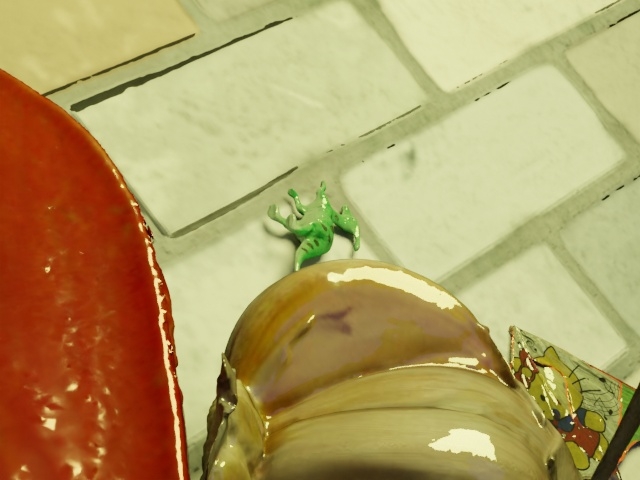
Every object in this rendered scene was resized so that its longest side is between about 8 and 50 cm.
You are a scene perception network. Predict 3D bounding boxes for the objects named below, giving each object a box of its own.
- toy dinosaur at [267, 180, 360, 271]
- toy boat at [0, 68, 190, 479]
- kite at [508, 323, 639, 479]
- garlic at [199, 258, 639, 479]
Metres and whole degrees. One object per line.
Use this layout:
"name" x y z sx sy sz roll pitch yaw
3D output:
"toy dinosaur" 0.000 0.000 0.985 0.062 0.021 0.083 25 44 -37
"toy boat" -0.137 0.060 0.769 0.145 0.133 0.332 -2 47 -17
"kite" 0.175 0.151 1.012 0.198 0.006 0.244 -14 68 -43
"garlic" 0.032 0.097 0.765 0.207 0.257 0.207 16 56 -25
